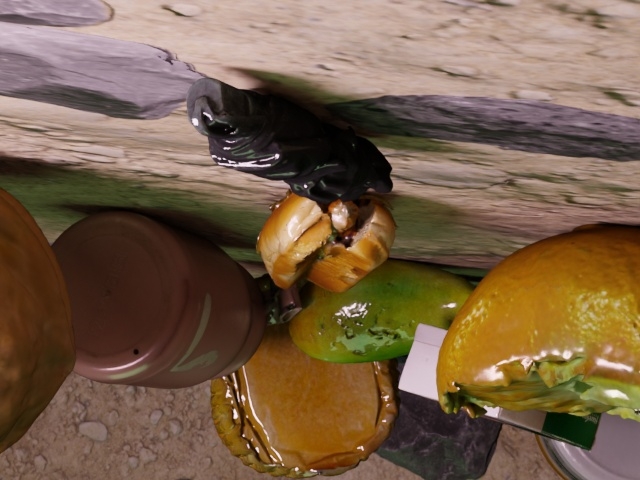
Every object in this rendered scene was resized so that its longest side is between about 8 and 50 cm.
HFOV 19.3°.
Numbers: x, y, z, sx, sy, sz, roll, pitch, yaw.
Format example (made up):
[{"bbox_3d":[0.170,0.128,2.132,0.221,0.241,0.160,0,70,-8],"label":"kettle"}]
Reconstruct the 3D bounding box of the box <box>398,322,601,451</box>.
[{"bbox_3d":[0.198,0.155,1.996,0.135,0.081,0.199,13,171,42],"label":"box"}]

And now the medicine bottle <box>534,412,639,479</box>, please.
[{"bbox_3d":[0.385,0.205,2.326,0.238,0.237,0.232,5,172,4],"label":"medicine bottle"}]

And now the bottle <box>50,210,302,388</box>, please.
[{"bbox_3d":[-0.146,0.069,1.963,0.206,0.173,0.297,-17,166,15],"label":"bottle"}]

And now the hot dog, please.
[{"bbox_3d":[0.000,0.000,1.665,0.109,0.072,0.269,9,171,-8],"label":"hot dog"}]

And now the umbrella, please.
[{"bbox_3d":[-0.025,-0.062,1.231,0.066,0.059,0.236,-16,166,23],"label":"umbrella"}]

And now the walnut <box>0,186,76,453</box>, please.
[{"bbox_3d":[-0.374,0.060,1.591,0.344,0.306,0.306,16,172,-5],"label":"walnut"}]

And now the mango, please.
[{"bbox_3d":[0.071,0.075,2.059,0.233,0.111,0.125,-8,170,26],"label":"mango"}]

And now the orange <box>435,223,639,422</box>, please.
[{"bbox_3d":[0.266,0.084,1.634,0.335,0.196,0.262,6,-171,34],"label":"orange"}]

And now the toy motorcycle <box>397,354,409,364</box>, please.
[{"bbox_3d":[0.160,0.108,2.354,0.136,0.092,0.254,-1,-175,-25],"label":"toy motorcycle"}]

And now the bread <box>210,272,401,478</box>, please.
[{"bbox_3d":[-0.020,0.161,2.264,0.227,0.253,0.142,-6,178,-9],"label":"bread"}]
